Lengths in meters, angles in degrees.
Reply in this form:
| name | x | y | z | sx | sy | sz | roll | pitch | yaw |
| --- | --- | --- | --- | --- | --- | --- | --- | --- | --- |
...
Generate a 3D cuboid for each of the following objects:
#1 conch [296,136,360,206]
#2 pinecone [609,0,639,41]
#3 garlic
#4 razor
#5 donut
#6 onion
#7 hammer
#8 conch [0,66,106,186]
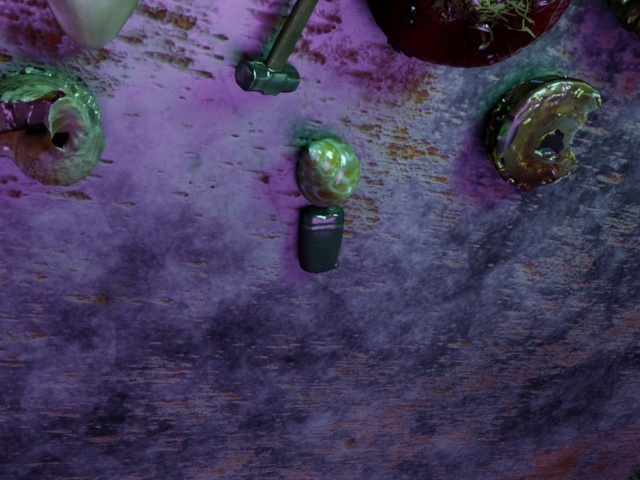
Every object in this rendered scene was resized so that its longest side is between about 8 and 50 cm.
| name | x | y | z | sx | sy | sz | roll | pitch | yaw |
| --- | --- | --- | --- | --- | --- | --- | --- | --- | --- |
| conch | 0.014 | -0.119 | 1.029 | 0.116 | 0.106 | 0.173 | 12 | 138 | -7 |
| pinecone | 0.640 | -0.415 | 0.963 | 0.309 | 0.244 | 0.244 | 12 | 122 | -16 |
| garlic | -0.300 | -0.395 | 0.697 | 0.143 | 0.112 | 0.318 | -15 | 120 | -7 |
| razor | 0.000 | 0.000 | 1.146 | 0.089 | 0.054 | 0.148 | -4 | 127 | -14 |
| donut | 0.420 | -0.213 | 1.116 | 0.216 | 0.096 | 0.230 | -15 | 131 | -7 |
| onion | 0.209 | -0.398 | 0.816 | 0.313 | 0.232 | 0.314 | 5 | 136 | 5 |
| hammer | -0.001 | -0.365 | 0.808 | 0.111 | 0.043 | 0.365 | -14 | 146 | -52 |
| conch | -0.388 | -0.159 | 0.786 | 0.178 | 0.245 | 0.163 | -17 | 93 | -30 |
